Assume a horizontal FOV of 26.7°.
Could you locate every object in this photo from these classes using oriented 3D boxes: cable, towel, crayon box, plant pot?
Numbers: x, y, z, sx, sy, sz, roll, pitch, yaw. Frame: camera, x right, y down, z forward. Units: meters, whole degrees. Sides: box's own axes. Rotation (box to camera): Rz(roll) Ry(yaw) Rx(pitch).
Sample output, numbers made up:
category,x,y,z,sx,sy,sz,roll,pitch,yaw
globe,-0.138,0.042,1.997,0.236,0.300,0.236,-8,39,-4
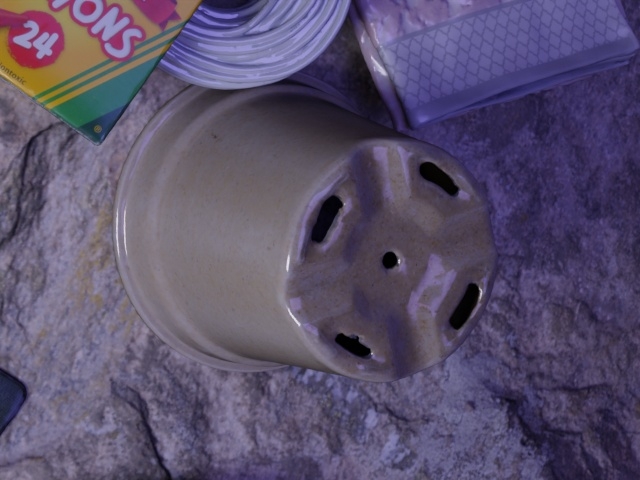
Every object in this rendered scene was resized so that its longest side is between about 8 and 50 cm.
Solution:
category,x,y,z,sx,sy,sz,roll,pitch,yaw
cable,-0.095,-0.276,1.326,0.257,0.089,0.257,-19,99,-12
towel,0.170,-0.303,1.461,0.331,0.053,0.317,-20,89,-25
crayon box,-0.191,-0.272,1.213,0.202,0.081,0.318,35,90,-13
plant pot,0.000,0.000,1.324,0.333,0.305,0.334,-5,100,-26

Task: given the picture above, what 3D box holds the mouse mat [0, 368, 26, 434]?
category,x,y,z,sx,sy,sz,roll,pitch,yaw
mouse mat,-0.397,0.186,1.321,0.152,0.007,0.190,38,82,-27
